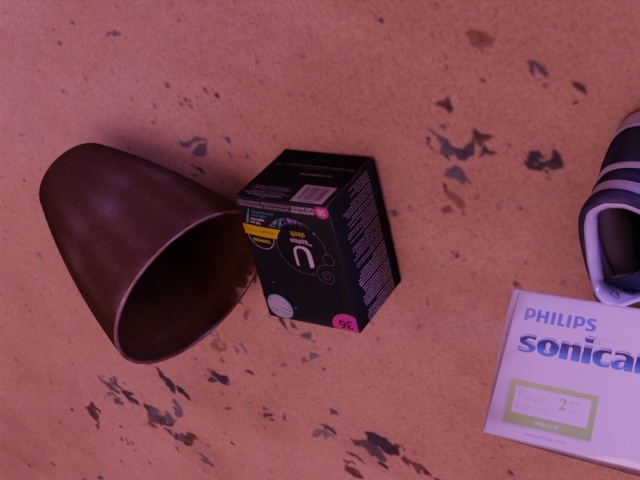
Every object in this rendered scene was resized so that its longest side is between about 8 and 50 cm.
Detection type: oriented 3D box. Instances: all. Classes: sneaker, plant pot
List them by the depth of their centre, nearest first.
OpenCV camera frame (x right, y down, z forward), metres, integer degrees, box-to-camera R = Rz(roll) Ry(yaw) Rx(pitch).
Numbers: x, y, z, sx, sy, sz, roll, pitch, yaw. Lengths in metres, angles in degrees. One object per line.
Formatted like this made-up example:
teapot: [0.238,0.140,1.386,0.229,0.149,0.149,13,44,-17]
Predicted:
sneaker: [0.322,0.034,0.777,0.282,0.153,0.099,45,138,-2]
plant pot: [-0.223,-0.009,1.138,0.230,0.215,0.215,39,140,26]

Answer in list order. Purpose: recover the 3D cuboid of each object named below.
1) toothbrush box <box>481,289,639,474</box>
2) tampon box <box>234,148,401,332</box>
toothbrush box: [0.285,0.138,0.801,0.206,0.122,0.283,9,168,30]
tampon box: [0.000,0.000,1.031,0.120,0.101,0.161,8,128,33]
